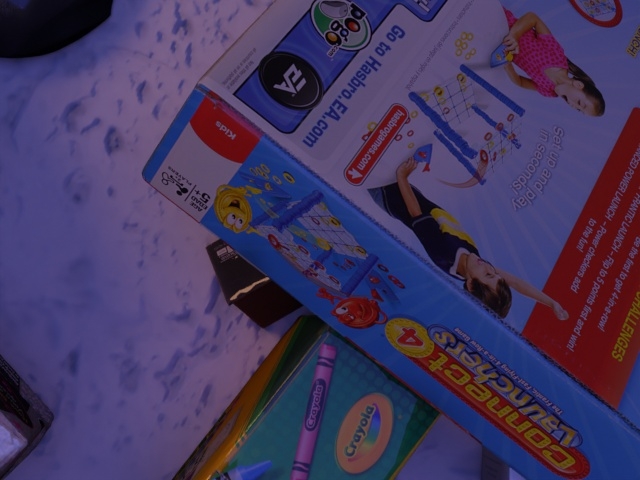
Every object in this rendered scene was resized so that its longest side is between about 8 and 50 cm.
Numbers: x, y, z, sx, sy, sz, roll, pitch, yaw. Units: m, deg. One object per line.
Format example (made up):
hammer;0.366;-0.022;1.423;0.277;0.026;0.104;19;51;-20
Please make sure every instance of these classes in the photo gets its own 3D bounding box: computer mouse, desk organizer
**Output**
computer mouse;-0.124;-0.200;0.765;0.242;0.041;0.071;-41;92;-7
desk organizer;0.000;0.000;0.765;0.130;0.050;0.047;-30;57;8

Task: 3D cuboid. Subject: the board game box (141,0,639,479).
board game box;0.109;-0.052;0.685;0.302;0.086;0.308;39;50;-3

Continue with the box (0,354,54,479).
box;-0.298;0.134;0.681;0.247;0.142;0.163;-42;92;-6

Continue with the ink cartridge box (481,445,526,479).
ink cartridge box;0.163;0.105;0.773;0.109;0.063;0.150;3;86;-7

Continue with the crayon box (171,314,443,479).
crayon box;-0.056;0.174;0.695;0.081;0.165;0.278;38;84;-4
